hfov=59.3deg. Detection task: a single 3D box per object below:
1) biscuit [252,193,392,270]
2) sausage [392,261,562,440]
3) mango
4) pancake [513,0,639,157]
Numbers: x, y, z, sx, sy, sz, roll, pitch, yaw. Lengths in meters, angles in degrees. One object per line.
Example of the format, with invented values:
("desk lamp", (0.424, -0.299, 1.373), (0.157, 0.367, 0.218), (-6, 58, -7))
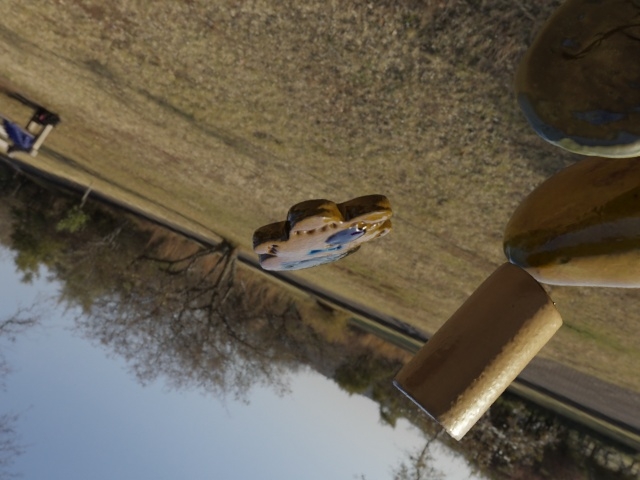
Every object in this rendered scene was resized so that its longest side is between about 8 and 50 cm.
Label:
("biscuit", (0.000, 0.000, 0.704), (0.179, 0.039, 0.236), (-8, 167, -17))
("sausage", (0.227, 0.147, 0.789), (0.123, 0.253, 0.123), (43, 173, 7))
("mango", (0.477, -0.037, 0.885), (0.264, 0.378, 0.221), (-81, -30, -60))
("pancake", (0.340, -0.205, 0.626), (0.242, 0.242, 0.050), (27, 172, 26))
